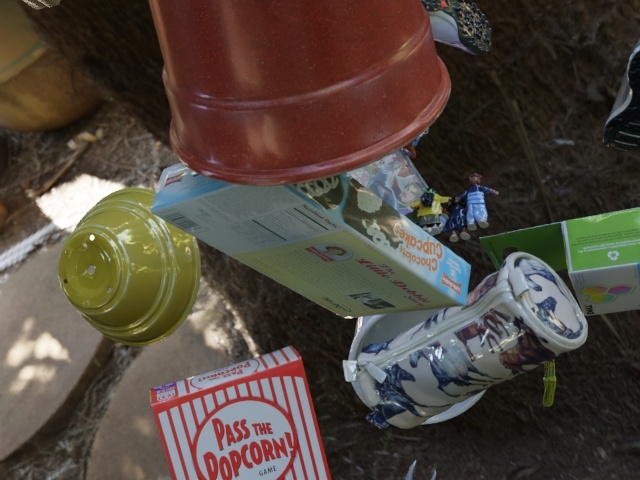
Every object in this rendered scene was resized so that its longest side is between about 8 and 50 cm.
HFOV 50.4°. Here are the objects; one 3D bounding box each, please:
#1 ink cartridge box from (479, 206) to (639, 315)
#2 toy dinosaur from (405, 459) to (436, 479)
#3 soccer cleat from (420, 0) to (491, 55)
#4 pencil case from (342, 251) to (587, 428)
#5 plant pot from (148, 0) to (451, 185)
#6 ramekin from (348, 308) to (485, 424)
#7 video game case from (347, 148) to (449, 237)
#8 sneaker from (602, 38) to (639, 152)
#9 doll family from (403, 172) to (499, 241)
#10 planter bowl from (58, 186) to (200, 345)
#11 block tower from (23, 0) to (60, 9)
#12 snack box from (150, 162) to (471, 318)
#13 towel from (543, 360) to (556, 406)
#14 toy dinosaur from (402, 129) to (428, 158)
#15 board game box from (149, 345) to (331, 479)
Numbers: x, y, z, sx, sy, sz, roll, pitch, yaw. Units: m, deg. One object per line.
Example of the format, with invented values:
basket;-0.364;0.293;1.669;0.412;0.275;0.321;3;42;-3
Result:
ink cartridge box;0.409;0.049;1.098;0.255;0.189;0.096;-12;59;23
toy dinosaur;0.032;0.447;0.978;0.314;0.120;0.160;-15;32;7
soccer cleat;0.253;-0.493;1.514;0.116;0.318;0.108;-11;69;52
pencil case;0.223;0.170;1.090;0.410;0.184;0.159;-42;49;42
plant pot;-0.038;-0.232;0.572;0.273;0.265;0.272;-9;39;7
ramekin;0.193;0.211;1.344;0.277;0.277;0.135;-27;19;13
video game case;0.134;-0.088;1.606;0.248;0.035;0.274;-28;73;-10
sneaker;0.595;-0.269;1.247;0.100;0.271;0.108;16;54;16
doll family;0.241;-0.061;1.285;0.193;0.076;0.111;-5;56;18
planter bowl;-0.272;0.036;0.888;0.217;0.090;0.217;0;91;24
block tower;-0.339;-0.487;0.931;0.091;0.097;0.335;7;75;38
snack box;0.000;0.000;0.753;0.187;0.322;0.060;-12;57;43
towel;0.414;0.180;1.263;0.021;0.102;0.237;-1;50;12
toy dinosaur;0.124;-0.147;1.020;0.047;0.082;0.090;9;47;32
board game box;-0.070;0.218;0.668;0.147;0.193;0.045;-16;11;-13
